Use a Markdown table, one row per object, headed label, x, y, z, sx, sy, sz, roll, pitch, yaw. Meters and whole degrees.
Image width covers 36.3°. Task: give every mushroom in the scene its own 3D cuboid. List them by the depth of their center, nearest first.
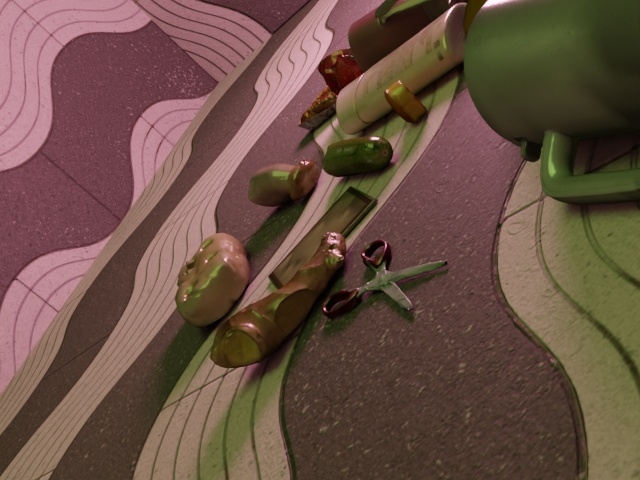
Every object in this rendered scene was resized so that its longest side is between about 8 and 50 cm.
| label | x | y | z | sx | sy | sz | roll | pitch | yaw |
| --- | --- | --- | --- | --- | --- | --- | --- | --- | --- |
| mushroom | -0.083 | -0.121 | 2.056 | 0.097 | 0.088 | 0.212 | -20 | 4 | -37 |

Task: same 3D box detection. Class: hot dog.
| label | x | y | z | sx | sy | sz | roll | pitch | yaw |
| --- | --- | --- | --- | --- | --- | --- | --- | --- | --- |
| hot dog | 0.018 | -0.333 | 2.336 | 0.192 | 0.053 | 0.099 | -37 | 16 | 25 |

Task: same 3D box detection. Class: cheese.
| label | x | y | z | sx | sy | sz | roll | pitch | yaw |
| --- | --- | --- | --- | --- | --- | --- | --- | --- | --- |
| cheese | -0.218 | 0.077 | 1.936 | 0.159 | 0.093 | 0.263 | -47 | 18 | 7 |

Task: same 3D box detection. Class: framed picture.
| label | x | y | z | sx | sy | sz | roll | pitch | yaw |
| --- | --- | --- | --- | --- | --- | --- | --- | --- | --- |
| framed picture | 0.000 | 0.000 | 1.716 | 0.231 | 0.010 | 0.173 | -47 | 17 | 0 |

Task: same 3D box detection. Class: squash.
| label | x | y | z | sx | sy | sz | roll | pitch | yaw |
| --- | --- | --- | --- | --- | --- | --- | --- | --- | --- |
| squash | 0.063 | -0.156 | 1.810 | 0.069 | 0.069 | 0.239 | -52 | 18 | -15 |

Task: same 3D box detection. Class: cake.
| label | x | y | z | sx | sy | sz | roll | pitch | yaw |
| --- | --- | --- | --- | --- | --- | --- | --- | --- | --- |
| cake | 0.154 | -0.252 | 1.783 | 0.044 | 0.084 | 0.084 | -43 | 17 | 5 |

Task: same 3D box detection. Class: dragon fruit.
| label | x | y | z | sx | sy | sz | roll | pitch | yaw |
| --- | --- | --- | --- | --- | --- | --- | --- | --- | --- |
| dragon fruit | 0.079 | -0.355 | 2.183 | 0.153 | 0.153 | 0.111 | -28 | 68 | 47 |

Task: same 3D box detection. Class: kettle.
| label | x | y | z | sx | sy | sz | roll | pitch | yaw |
| --- | --- | --- | --- | --- | --- | --- | --- | --- | --- |
| kettle | 0.311 | -0.194 | 1.078 | 0.265 | 0.205 | 0.318 | -50 | 20 | -16 |

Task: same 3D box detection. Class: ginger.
| label | x | y | z | sx | sy | sz | roll | pitch | yaw |
| --- | --- | --- | --- | --- | --- | --- | --- | --- | --- |
| ginger | -0.057 | 0.097 | 1.538 | 0.294 | 0.086 | 0.131 | -45 | 6 | -21 |

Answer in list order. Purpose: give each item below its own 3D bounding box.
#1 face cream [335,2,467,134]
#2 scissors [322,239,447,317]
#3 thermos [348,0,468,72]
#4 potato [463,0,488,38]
| label | x | y | z | sx | sy | sz | roll | pitch | yaw |
| --- | --- | --- | --- | --- | --- | --- | --- | --- | --- |
| face cream | 0.158 | -0.328 | 1.937 | 0.348 | 0.081 | 0.173 | -31 | 27 | 43 |
| scissors | 0.091 | 0.058 | 1.364 | 0.144 | 0.017 | 0.247 | -53 | 19 | -14 |
| thermos | 0.188 | -0.455 | 2.017 | 0.265 | 0.176 | 0.146 | -28 | 61 | 43 |
| potato | 0.314 | -0.309 | 1.419 | 0.203 | 0.178 | 0.158 | -17 | 42 | 13 |
